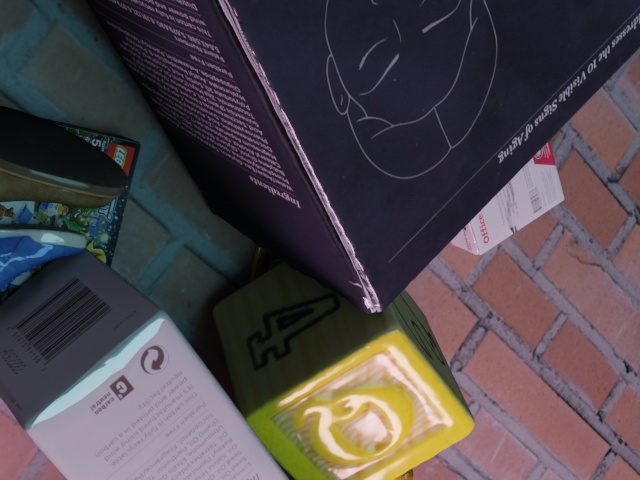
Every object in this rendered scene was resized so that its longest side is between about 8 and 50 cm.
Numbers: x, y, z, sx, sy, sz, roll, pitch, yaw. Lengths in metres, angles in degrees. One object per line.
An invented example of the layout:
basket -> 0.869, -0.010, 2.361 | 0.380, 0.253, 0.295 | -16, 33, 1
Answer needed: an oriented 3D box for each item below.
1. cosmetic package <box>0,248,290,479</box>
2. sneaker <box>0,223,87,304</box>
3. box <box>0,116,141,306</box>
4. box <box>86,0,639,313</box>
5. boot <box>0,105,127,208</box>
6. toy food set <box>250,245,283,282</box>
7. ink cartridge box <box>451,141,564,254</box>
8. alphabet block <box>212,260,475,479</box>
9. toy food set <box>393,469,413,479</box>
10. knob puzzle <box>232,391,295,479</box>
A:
cosmetic package -> -0.143, 0.241, 1.323 | 0.161, 0.230, 0.453 | -41, 121, -13
sneaker -> -0.300, 0.028, 1.263 | 0.152, 0.058, 0.085 | 0, 97, -29
box -> -0.285, -0.005, 1.330 | 0.159, 0.044, 0.233 | 10, 97, -35
box -> 0.051, -0.280, 1.275 | 0.480, 0.297, 0.472 | -44, 135, -17
boot -> -0.334, -0.062, 1.217 | 0.305, 0.112, 0.115 | 12, 113, -12
toy food set -> 0.000, 0.000, 1.512 | 0.128, 0.071, 0.218 | 7, 99, -36
ink cartridge box -> 0.221, -0.067, 1.650 | 0.150, 0.063, 0.109 | -31, 119, -23
alphabet block -> 0.021, 0.136, 1.421 | 0.193, 0.197, 0.192 | -34, 127, 9
toy food set -> -0.001, 0.332, 1.578 | 0.232, 0.111, 0.104 | -52, 125, -5
knob puzzle -> -0.039, 0.231, 1.502 | 0.213, 0.213, 0.030 | 31, 111, -36
